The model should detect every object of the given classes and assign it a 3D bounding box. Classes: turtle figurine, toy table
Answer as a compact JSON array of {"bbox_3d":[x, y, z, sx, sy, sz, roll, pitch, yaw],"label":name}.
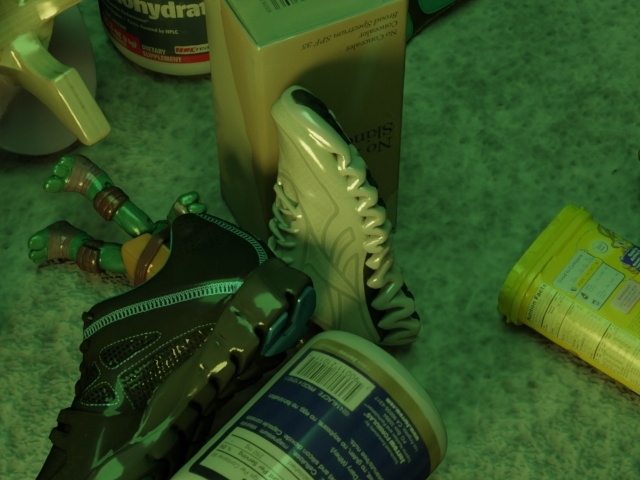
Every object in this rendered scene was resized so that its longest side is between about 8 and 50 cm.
[{"bbox_3d":[-0.157,0.023,1.444,0.234,0.118,0.175,31,99,24],"label":"turtle figurine"},{"bbox_3d":[-0.298,-0.205,1.493,0.252,0.161,0.274,-48,110,-17],"label":"toy table"}]

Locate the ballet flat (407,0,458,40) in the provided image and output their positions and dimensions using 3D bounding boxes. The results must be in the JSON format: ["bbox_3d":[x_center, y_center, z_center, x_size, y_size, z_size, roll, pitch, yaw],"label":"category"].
[{"bbox_3d":[0.082,-0.250,1.675,0.206,0.073,0.067,-32,32,-23],"label":"ballet flat"}]

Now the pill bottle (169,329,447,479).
[{"bbox_3d":[-0.033,0.209,1.277,0.153,0.153,0.265,35,62,23],"label":"pill bottle"}]

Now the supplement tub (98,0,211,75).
[{"bbox_3d":[-0.141,-0.317,1.590,0.191,0.272,0.191,-1,54,1],"label":"supplement tub"}]

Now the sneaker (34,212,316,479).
[{"bbox_3d":[-0.156,0.130,1.315,0.140,0.125,0.341,40,84,19],"label":"sneaker"}]

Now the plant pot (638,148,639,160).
[{"bbox_3d":[0.344,-0.047,1.510,0.083,0.083,0.079,5,66,5],"label":"plant pot"}]

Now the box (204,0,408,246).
[{"bbox_3d":[-0.013,-0.124,1.422,0.148,0.311,0.121,-22,56,-14],"label":"box"}]

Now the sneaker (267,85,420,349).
[{"bbox_3d":[0.000,0.000,1.353,0.118,0.292,0.110,-23,40,-4],"label":"sneaker"}]

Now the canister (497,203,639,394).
[{"bbox_3d":[0.265,0.058,1.432,0.170,0.073,0.126,32,61,21],"label":"canister"}]
